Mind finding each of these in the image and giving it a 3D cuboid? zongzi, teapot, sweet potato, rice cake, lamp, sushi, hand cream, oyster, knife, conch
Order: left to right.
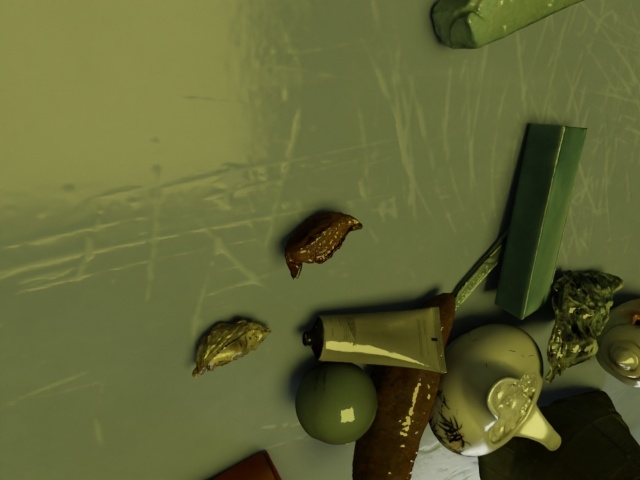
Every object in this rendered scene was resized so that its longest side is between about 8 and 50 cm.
[{"bbox_3d":[-0.105,0.120,0.550,0.080,0.038,0.083,-55,151,16],"label":"oyster"},{"bbox_3d":[0.000,0.000,0.532,0.099,0.050,0.047,-35,118,-3],"label":"sushi"},{"bbox_3d":[0.020,0.205,0.603,0.105,0.105,0.105,-11,116,-24],"label":"lamp"},{"bbox_3d":[0.070,0.124,0.601,0.186,0.054,0.087,4,68,-13],"label":"hand cream"},{"bbox_3d":[0.108,0.229,0.648,0.092,0.114,0.341,30,68,-31],"label":"sweet potato"},{"bbox_3d":[0.257,0.023,0.703,0.210,0.015,0.028,-49,130,0],"label":"knife"},{"bbox_3d":[0.269,0.235,0.718,0.300,0.166,0.208,36,75,-33],"label":"teapot"},{"bbox_3d":[0.218,-0.268,0.522,0.207,0.069,0.063,-29,120,-17],"label":"rice cake"},{"bbox_3d":[0.409,0.131,0.763,0.252,0.087,0.199,19,77,-44],"label":"oyster"},{"bbox_3d":[0.529,0.396,0.816,0.394,0.356,0.174,-9,106,-27],"label":"zongzi"},{"bbox_3d":[0.607,0.188,0.922,0.255,0.127,0.158,-7,85,-49],"label":"conch"}]

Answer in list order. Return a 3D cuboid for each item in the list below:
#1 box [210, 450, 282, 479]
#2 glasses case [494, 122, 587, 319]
[{"bbox_3d":[-0.109,0.485,0.638,0.225,0.143,0.340,-24,120,-18],"label":"box"},{"bbox_3d":[0.309,-0.029,0.677,0.105,0.056,0.265,-11,113,-46],"label":"glasses case"}]
